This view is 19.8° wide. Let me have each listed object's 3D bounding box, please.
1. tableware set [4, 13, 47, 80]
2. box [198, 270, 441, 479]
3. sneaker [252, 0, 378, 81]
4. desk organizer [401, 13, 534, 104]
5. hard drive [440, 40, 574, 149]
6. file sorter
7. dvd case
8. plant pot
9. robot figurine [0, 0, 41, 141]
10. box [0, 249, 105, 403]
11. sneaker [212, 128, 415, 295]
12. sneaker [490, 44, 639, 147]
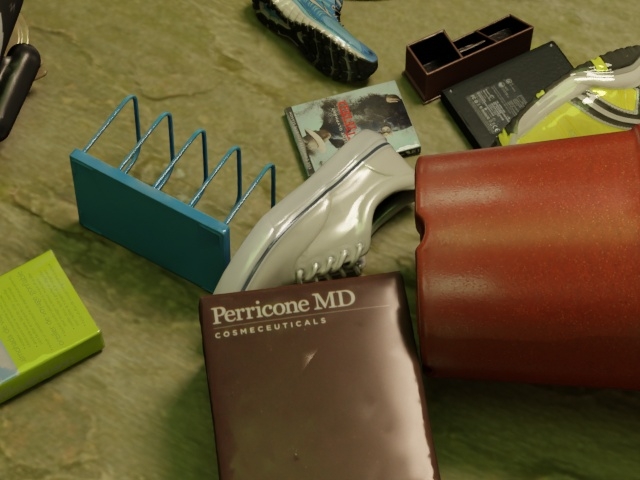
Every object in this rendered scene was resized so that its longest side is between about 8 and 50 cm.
[{"bbox_3d":[-0.389,-0.179,1.885,0.194,0.039,0.128,-25,75,-7],"label":"tableware set"},{"bbox_3d":[0.010,0.229,1.593,0.191,0.143,0.381,-8,59,-4],"label":"box"},{"bbox_3d":[0.004,-0.230,1.898,0.073,0.063,0.162,-39,67,-23],"label":"sneaker"},{"bbox_3d":[0.152,-0.195,1.882,0.130,0.050,0.047,-25,63,-14],"label":"desk organizer"},{"bbox_3d":[0.203,-0.141,1.868,0.135,0.022,0.094,-25,63,-13],"label":"hard drive"},{"bbox_3d":[-0.137,-0.047,1.762,0.170,0.118,0.104,27,61,15],"label":"file sorter"},{"bbox_3d":[0.032,-0.112,1.857,0.119,0.013,0.087,-15,61,-7],"label":"dvd case"},{"bbox_3d":[0.219,0.021,1.646,0.265,0.272,0.272,-2,60,5],"label":"plant pot"},{"bbox_3d":[-0.389,-0.199,1.778,0.209,0.173,0.278,17,73,5],"label":"robot figurine"},{"bbox_3d":[-0.306,0.095,1.723,0.178,0.042,0.109,-28,63,-15],"label":"box"},{"bbox_3d":[0.000,0.000,1.748,0.091,0.094,0.258,38,69,16],"label":"sneaker"},{"bbox_3d":[0.335,-0.107,1.782,0.385,0.145,0.147,-24,69,-8],"label":"sneaker"}]
